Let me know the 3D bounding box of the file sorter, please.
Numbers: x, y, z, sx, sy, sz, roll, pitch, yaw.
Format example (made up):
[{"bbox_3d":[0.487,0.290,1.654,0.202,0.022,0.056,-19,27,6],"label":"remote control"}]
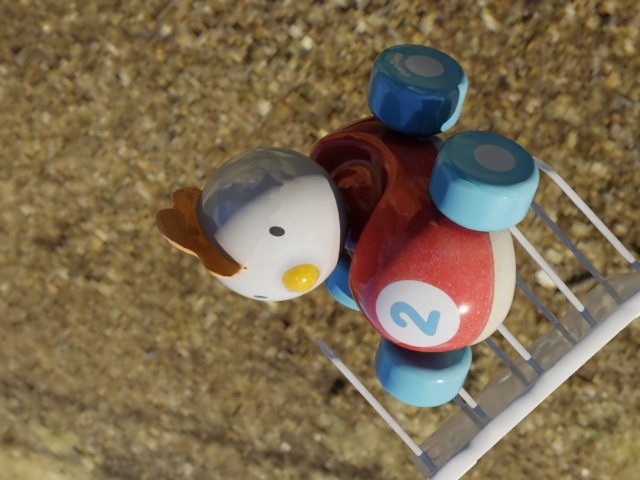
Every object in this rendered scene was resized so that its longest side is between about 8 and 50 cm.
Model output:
[{"bbox_3d":[0.150,0.072,1.282,0.173,0.278,0.193,49,177,1],"label":"file sorter"}]

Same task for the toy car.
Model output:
[{"bbox_3d":[0.000,0.000,0.989,0.210,0.238,0.219,-120,32,-41],"label":"toy car"}]
